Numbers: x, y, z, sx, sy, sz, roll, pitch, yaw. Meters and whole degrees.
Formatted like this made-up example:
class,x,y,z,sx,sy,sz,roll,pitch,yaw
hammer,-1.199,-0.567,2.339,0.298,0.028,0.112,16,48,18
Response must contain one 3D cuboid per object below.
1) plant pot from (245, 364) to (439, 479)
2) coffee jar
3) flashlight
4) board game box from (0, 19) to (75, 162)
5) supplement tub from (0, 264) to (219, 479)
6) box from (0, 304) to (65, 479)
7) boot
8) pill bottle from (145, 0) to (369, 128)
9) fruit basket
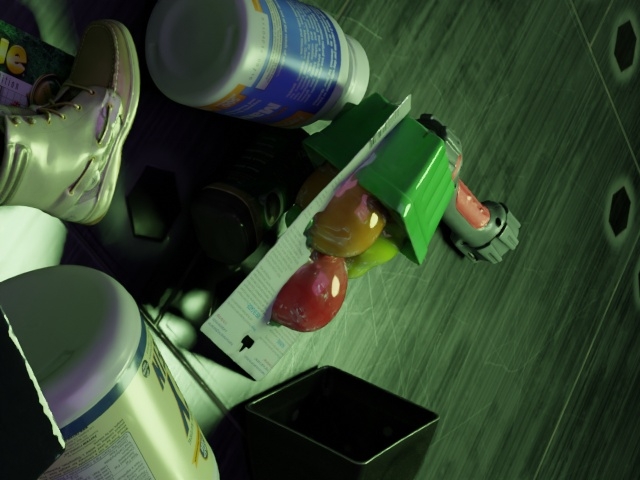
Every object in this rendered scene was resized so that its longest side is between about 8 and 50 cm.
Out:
class,x,y,z,sx,sy,sz,roll,pitch,yaw
plant pot,0.019,0.292,1.905,0.188,0.187,0.167,-22,127,-50
coffee jar,-0.080,-0.058,1.770,0.184,0.079,0.096,-49,143,-38
flashlight,0.206,-0.071,2.148,0.304,0.103,0.103,40,62,-49
board game box,-0.339,-0.155,1.438,0.260,0.030,0.136,22,77,-54
supplement tub,-0.240,0.213,1.469,0.235,0.235,0.325,-52,135,-35
box,-0.423,0.166,1.153,0.296,0.294,0.182,-46,129,-40
boot,-0.268,-0.128,1.455,0.165,0.077,0.213,10,92,-53
pill bottle,-0.062,-0.211,1.704,0.272,0.152,0.152,9,89,-54
fruit basket,0.000,0.000,1.756,0.353,0.165,0.327,-44,162,-4
